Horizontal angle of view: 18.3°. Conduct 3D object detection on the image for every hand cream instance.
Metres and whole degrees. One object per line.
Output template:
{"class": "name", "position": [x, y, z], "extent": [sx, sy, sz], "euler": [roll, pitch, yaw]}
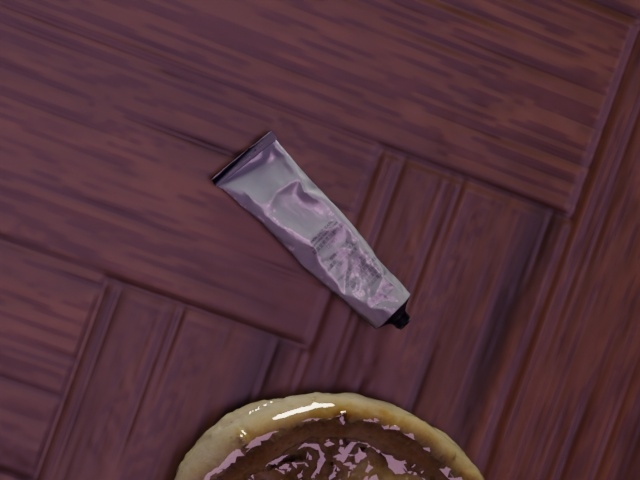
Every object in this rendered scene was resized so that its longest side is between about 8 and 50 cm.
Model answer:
{"class": "hand cream", "position": [0.000, 0.000, 0.769], "extent": [0.030, 0.019, 0.093], "euler": [-44, 94, -4]}

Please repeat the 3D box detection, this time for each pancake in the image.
{"class": "pancake", "position": [0.002, 0.133, 0.771], "extent": [0.151, 0.025, 0.152], "euler": [-1, 94, -14]}
